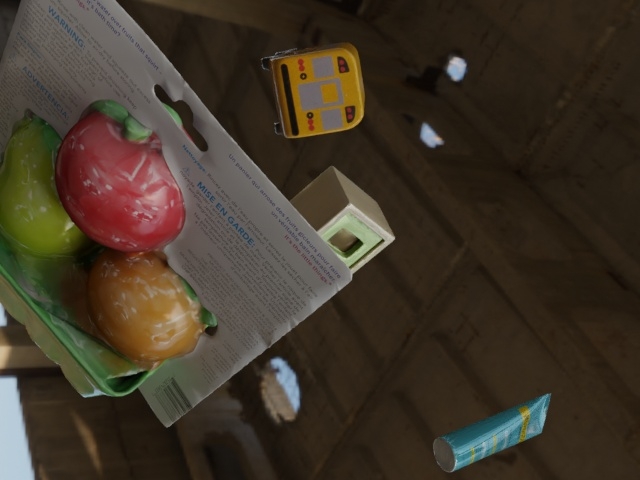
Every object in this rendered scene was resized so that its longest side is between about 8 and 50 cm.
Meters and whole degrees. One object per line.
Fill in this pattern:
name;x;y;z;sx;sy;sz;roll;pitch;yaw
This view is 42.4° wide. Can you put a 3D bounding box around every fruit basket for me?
fruit basket;-0.164;-0.021;0.705;0.327;0.165;0.353;48;-48;1

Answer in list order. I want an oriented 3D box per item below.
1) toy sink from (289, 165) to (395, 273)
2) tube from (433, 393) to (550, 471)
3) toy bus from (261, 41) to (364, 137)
toy sink;0.000;0.000;1.606;0.234;0.152;0.131;-39;-137;16
tube;0.268;0.294;1.258;0.052;0.207;0.080;45;-41;44
toy bus;-0.005;-0.226;1.194;0.333;0.130;0.108;-77;157;-75
